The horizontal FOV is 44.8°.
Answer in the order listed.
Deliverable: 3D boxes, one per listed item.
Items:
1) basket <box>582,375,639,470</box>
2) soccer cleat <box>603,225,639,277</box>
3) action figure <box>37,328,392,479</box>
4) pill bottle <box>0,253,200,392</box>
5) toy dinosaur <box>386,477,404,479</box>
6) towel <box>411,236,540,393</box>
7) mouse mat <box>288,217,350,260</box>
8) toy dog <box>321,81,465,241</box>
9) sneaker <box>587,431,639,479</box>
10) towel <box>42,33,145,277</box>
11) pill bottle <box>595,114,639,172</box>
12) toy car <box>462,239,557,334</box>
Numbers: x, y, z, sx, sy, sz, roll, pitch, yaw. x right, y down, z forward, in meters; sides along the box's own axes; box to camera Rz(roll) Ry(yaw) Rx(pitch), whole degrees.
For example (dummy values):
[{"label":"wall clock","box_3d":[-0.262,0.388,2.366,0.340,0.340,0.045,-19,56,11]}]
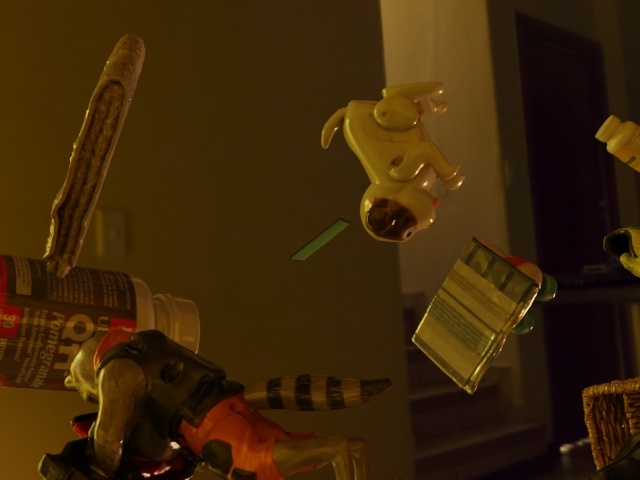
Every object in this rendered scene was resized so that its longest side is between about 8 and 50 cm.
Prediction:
[{"label":"basket","box_3d":[0.632,0.389,1.370,0.223,0.299,0.213,-8,-5,-12]},{"label":"soccer cleat","box_3d":[0.568,0.051,1.288,0.121,0.093,0.289,1,19,-7]},{"label":"action figure","box_3d":[-0.103,0.172,0.805,0.330,0.178,0.341,17,1,12]},{"label":"pill bottle","box_3d":[-0.339,0.122,1.078,0.319,0.176,0.176,11,-12,-32]},{"label":"toy dinosaur","box_3d":[0.188,0.665,1.987,0.314,0.121,0.160,-23,40,-34]},{"label":"towel","box_3d":[0.329,0.160,1.681,0.034,0.285,0.209,15,18,-43]},{"label":"mouse mat","box_3d":[0.000,0.000,1.812,0.153,0.007,0.190,-38,-7,6]},{"label":"toy dog","box_3d":[0.203,-0.198,2.146,0.396,0.407,0.284,-4,-6,3]},{"label":"sneaker","box_3d":[0.274,0.175,0.563,0.130,0.087,0.228,-40,-17,29]},{"label":"towel","box_3d":[-0.283,-0.108,0.965,0.049,0.282,0.187,18,27,-18]},{"label":"pill bottle","box_3d":[0.540,-0.166,1.347,0.116,0.065,0.065,36,-2,5]},{"label":"toy car","box_3d":[0.435,0.101,2.004,0.219,0.210,0.238,16,21,-37]}]
